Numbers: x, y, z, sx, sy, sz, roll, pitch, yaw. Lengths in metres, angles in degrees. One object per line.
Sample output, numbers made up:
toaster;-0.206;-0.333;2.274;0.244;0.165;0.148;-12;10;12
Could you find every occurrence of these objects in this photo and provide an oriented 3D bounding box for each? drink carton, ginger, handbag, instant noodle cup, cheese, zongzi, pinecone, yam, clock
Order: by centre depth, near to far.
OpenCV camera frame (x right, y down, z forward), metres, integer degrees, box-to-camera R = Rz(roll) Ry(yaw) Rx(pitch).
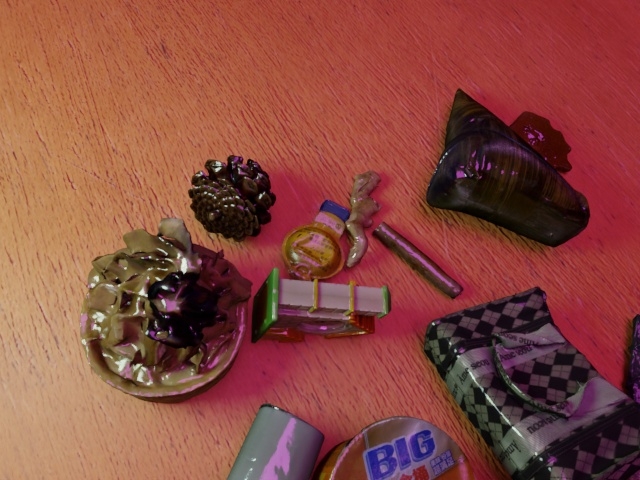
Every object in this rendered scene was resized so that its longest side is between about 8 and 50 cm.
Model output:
instant noodle cup;0.115;0.475;0.892;0.297;0.214;0.296;6;68;-15
drink carton;-0.085;0.430;0.915;0.186;0.191;0.189;28;58;5
handbag;0.456;0.300;1.009;0.317;0.180;0.416;-19;50;-18
clock;-0.001;0.152;1.034;0.256;0.220;0.106;7;66;-15
pinecone;-0.196;-0.107;1.125;0.208;0.207;0.207;4;66;-8
handbag;0.825;0.322;1.174;0.176;0.088;0.270;16;66;7
cheese;0.000;0.000;1.179;0.157;0.064;0.250;29;55;1
yam;0.241;0.049;1.209;0.264;0.046;0.046;41;66;10
ginger;0.107;-0.061;1.222;0.089;0.075;0.287;18;56;-13
zongzi;0.510;-0.212;1.306;0.404;0.207;0.431;22;53;-6

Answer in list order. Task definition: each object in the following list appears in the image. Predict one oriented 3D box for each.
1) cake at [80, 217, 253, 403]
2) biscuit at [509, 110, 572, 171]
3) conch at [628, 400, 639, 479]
cake;-0.294;0.133;0.930;0.333;0.321;0.332;4;64;-9
biscuit;0.639;-0.271;1.425;0.215;0.034;0.182;45;68;8
conch;0.697;0.450;1.048;0.163;0.178;0.245;0;48;-19
